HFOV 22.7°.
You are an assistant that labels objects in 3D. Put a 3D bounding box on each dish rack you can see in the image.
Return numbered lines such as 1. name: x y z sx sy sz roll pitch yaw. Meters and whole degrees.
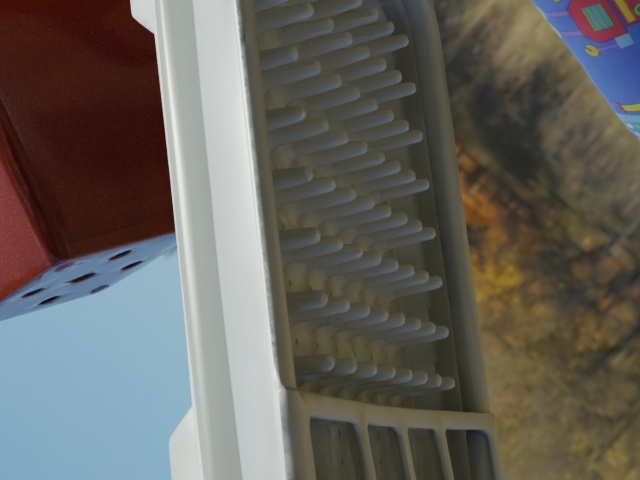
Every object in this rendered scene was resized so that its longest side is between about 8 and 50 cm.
1. dish rack: 0.000 0.000 0.690 0.285 0.072 0.332 19 -117 -68

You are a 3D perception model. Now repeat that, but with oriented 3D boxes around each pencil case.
1. pencil case: 0.195 -0.187 1.059 0.306 0.119 0.133 48 -143 -28

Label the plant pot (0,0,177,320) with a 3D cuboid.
1. plant pot: -0.248 -0.072 1.383 0.267 0.267 0.235 -18 -99 -47
